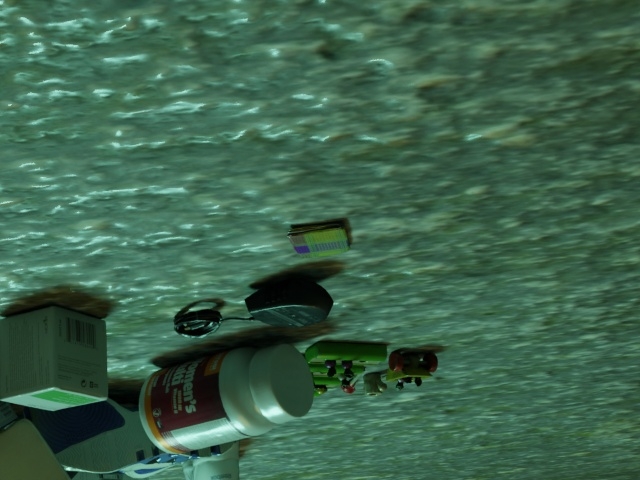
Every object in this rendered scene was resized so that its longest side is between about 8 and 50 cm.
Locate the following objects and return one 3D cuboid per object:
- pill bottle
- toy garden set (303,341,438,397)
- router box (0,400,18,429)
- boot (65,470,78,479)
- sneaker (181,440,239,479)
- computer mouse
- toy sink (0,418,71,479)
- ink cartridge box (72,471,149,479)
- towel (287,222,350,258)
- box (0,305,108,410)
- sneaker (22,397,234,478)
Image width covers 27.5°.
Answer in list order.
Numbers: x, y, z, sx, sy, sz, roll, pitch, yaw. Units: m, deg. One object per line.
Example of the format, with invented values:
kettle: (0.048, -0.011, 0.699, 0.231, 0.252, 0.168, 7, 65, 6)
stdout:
pill bottle: (-0.126, 0.211, 1.762, 0.221, 0.121, 0.121, -18, 157, 31)
toy garden set: (0.034, 0.208, 1.903, 0.204, 0.049, 0.244, 5, 158, -26)
router box: (-0.550, 0.285, 1.637, 0.243, 0.081, 0.309, -32, 180, 10)
boot: (-0.486, 0.426, 2.032, 0.338, 0.118, 0.223, -45, -179, -35)
sneaker: (-0.197, 0.444, 2.384, 0.111, 0.129, 0.297, -5, 162, -5)
computer mouse: (-0.084, 0.080, 1.548, 0.242, 0.041, 0.071, -11, 152, 36)
toy sink: (-0.454, 0.358, 1.814, 0.234, 0.153, 0.131, -34, -177, -1)
ink cartridge box: (-0.406, 0.439, 2.314, 0.176, 0.127, 0.128, 10, 154, -36)
towel: (0.000, 0.000, 1.374, 0.060, 0.009, 0.083, -8, 161, 6)
box: (-0.316, 0.141, 1.547, 0.087, 0.102, 0.101, -13, 160, 27)
sneaker: (-0.301, 0.306, 1.975, 0.315, 0.127, 0.182, 4, 156, -28)
